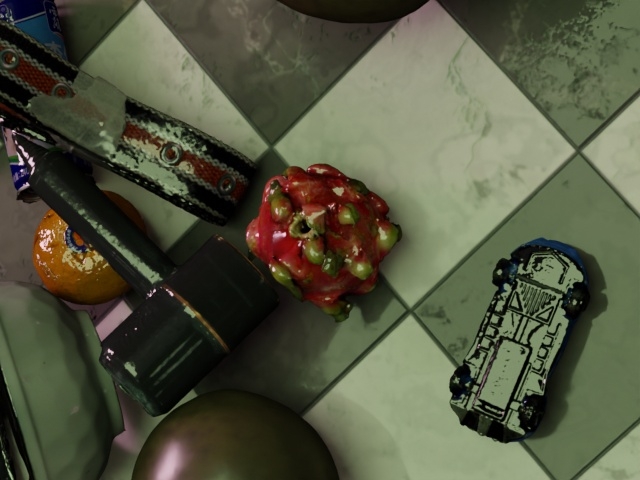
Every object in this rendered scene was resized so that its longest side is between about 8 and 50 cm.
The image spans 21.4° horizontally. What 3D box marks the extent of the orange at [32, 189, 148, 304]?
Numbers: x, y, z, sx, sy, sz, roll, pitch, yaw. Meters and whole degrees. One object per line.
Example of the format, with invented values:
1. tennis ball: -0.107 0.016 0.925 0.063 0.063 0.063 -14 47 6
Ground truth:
1. orange: -0.259 0.008 1.923 0.135 0.117 0.136 0 80 2

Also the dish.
1. dish: -0.294 0.162 1.878 0.120 0.303 0.303 -17 77 -12

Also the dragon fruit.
1. dragon fruit: 0.000 0.000 1.786 0.160 0.172 0.166 -21 79 19

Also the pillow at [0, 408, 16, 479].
1. pillow: -0.423 0.241 2.005 0.141 0.055 0.208 -23 78 30

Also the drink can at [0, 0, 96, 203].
1. drink can: -0.333 -0.168 1.979 0.097 0.097 0.235 -17 79 20

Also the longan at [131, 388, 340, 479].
1. longan: -0.097 0.282 1.784 0.248 0.248 0.248 -2 85 22

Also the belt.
1. belt: -0.245 -0.128 1.872 0.359 0.126 0.094 26 76 -4

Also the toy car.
1. toy car: 0.210 0.103 1.751 0.103 0.063 0.216 22 88 22

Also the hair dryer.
1. hair dryer: -0.231 0.014 1.822 0.352 0.107 0.189 42 79 17

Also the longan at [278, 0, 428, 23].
1. longan: 0.048 -0.393 1.717 0.361 0.361 0.361 -2 85 22
